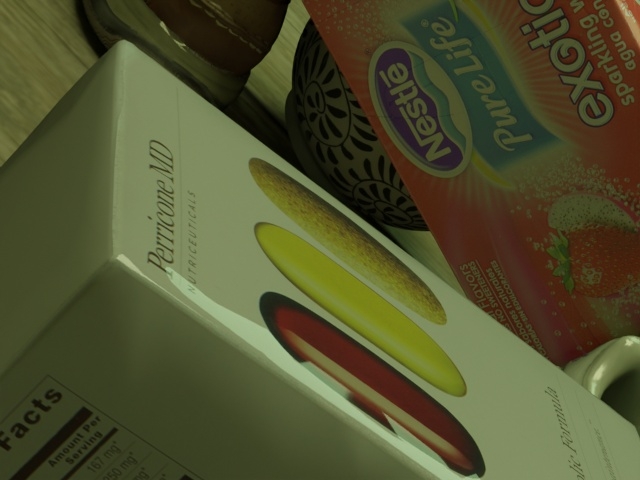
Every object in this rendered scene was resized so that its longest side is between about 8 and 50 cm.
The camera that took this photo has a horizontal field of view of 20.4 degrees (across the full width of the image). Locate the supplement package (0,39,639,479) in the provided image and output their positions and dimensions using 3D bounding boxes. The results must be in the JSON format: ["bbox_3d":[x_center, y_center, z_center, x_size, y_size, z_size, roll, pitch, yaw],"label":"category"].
[{"bbox_3d":[-0.012,0.078,0.567,0.244,0.134,0.139,36,22,-24],"label":"supplement package"}]

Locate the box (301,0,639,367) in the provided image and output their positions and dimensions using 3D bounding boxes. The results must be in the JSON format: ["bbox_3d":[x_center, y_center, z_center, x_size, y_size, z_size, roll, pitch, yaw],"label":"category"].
[{"bbox_3d":[0.105,-0.103,0.895,0.300,0.142,0.154,60,28,-10],"label":"box"}]

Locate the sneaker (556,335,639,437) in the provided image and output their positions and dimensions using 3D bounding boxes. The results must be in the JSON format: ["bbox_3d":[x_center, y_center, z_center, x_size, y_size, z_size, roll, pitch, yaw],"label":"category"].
[{"bbox_3d":[0.122,0.158,0.656,0.114,0.152,0.305,32,26,-39],"label":"sneaker"}]

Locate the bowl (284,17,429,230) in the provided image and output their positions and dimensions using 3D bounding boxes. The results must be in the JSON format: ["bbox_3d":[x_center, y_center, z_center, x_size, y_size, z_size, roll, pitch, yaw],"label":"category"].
[{"bbox_3d":[0.034,-0.068,0.987,0.170,0.080,0.170,39,38,-39],"label":"bowl"}]

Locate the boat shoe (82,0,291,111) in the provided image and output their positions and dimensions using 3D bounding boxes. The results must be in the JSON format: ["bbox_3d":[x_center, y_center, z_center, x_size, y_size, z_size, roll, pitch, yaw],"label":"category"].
[{"bbox_3d":[-0.065,-0.194,1.003,0.123,0.116,0.324,32,24,-33],"label":"boat shoe"}]
